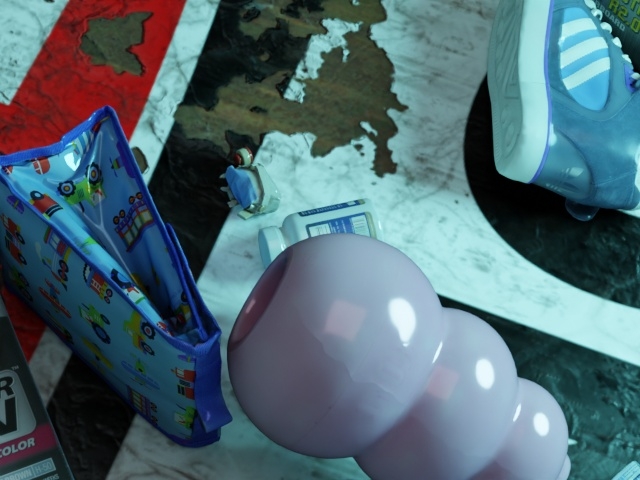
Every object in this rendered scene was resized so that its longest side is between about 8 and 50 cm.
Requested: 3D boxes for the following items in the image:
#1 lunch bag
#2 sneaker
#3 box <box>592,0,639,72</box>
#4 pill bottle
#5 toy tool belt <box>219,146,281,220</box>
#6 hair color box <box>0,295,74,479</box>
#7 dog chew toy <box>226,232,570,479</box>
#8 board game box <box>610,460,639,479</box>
[{"bbox_3d":[-0.178,0.063,1.605,0.138,0.221,0.293,-28,66,-21],"label":"lunch bag"},{"bbox_3d":[0.314,-0.170,1.869,0.236,0.130,0.323,12,53,-10],"label":"sneaker"},{"bbox_3d":[0.363,-0.282,1.897,0.056,0.183,0.231,-34,69,-23],"label":"box"},{"bbox_3d":[0.000,0.000,1.753,0.120,0.067,0.067,-12,61,-13],"label":"pill bottle"},{"bbox_3d":[-0.081,-0.059,1.790,0.051,0.052,0.083,-20,62,-27],"label":"toy tool belt"},{"bbox_3d":[-0.376,0.128,1.607,0.185,0.114,0.374,-19,62,-16],"label":"hair color box"},{"bbox_3d":[0.083,0.137,1.552,0.331,0.206,0.207,32,59,-11],"label":"dog chew toy"},{"bbox_3d":[0.273,0.296,1.609,0.194,0.060,0.194,-39,71,-25],"label":"board game box"}]
